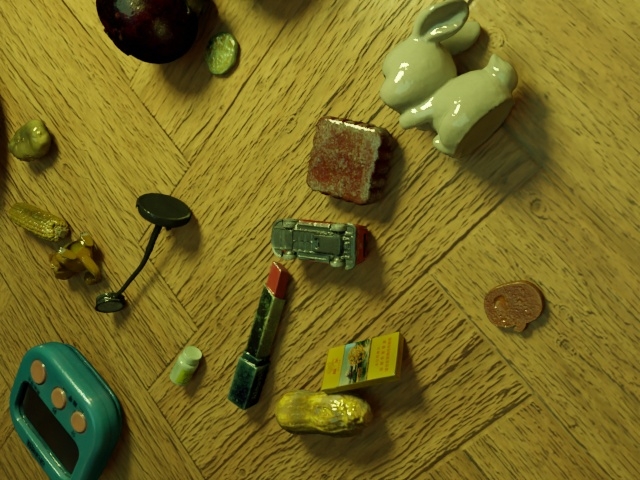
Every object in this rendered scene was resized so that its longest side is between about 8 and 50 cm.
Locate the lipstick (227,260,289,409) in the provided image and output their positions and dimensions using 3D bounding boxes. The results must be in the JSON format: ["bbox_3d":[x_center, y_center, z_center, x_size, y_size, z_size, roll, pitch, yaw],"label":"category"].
[{"bbox_3d":[-0.113,0.186,1.184,0.051,0.051,0.312,28,110,29],"label":"lipstick"}]

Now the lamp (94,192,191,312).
[{"bbox_3d":[-0.404,0.027,1.344,0.371,0.130,0.108,-51,47,41],"label":"lamp"}]

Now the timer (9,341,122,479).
[{"bbox_3d":[-0.647,0.440,1.528,0.340,0.115,0.309,40,115,22],"label":"timer"}]

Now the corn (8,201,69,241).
[{"bbox_3d":[-0.714,-0.047,1.526,0.207,0.068,0.068,20,108,28],"label":"corn"}]

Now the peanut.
[{"bbox_3d":[0.005,0.315,1.107,0.207,0.087,0.087,-10,92,36],"label":"peanut"}]

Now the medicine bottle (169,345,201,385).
[{"bbox_3d":[-0.293,0.273,1.314,0.047,0.047,0.083,42,118,21],"label":"medicine bottle"}]

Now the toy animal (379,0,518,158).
[{"bbox_3d":[0.188,-0.229,0.879,0.178,0.127,0.193,-40,75,29],"label":"toy animal"}]

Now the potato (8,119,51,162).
[{"bbox_3d":[-0.711,-0.245,1.491,0.138,0.070,0.091,-16,83,32],"label":"potato"}]

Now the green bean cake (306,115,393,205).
[{"bbox_3d":[0.050,-0.137,1.024,0.135,0.056,0.135,21,108,30],"label":"green bean cake"}]

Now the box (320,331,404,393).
[{"bbox_3d":[0.072,0.215,1.053,0.155,0.023,0.086,-21,42,33],"label":"box"}]

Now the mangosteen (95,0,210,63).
[{"bbox_3d":[-0.319,-0.440,1.142,0.210,0.210,0.209,6,100,32],"label":"mangosteen"}]

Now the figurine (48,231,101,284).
[{"bbox_3d":[-0.589,0.063,1.458,0.176,0.121,0.122,-21,113,47],"label":"figurine"}]

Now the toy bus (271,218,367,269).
[{"bbox_3d":[0.000,0.000,1.064,0.174,0.077,0.079,6,101,33],"label":"toy bus"}]

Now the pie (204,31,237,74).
[{"bbox_3d":[-0.191,-0.364,1.168,0.085,0.017,0.085,5,98,33],"label":"pie"}]

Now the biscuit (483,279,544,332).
[{"bbox_3d":[0.298,0.102,0.925,0.091,0.015,0.078,-17,90,34],"label":"biscuit"}]
